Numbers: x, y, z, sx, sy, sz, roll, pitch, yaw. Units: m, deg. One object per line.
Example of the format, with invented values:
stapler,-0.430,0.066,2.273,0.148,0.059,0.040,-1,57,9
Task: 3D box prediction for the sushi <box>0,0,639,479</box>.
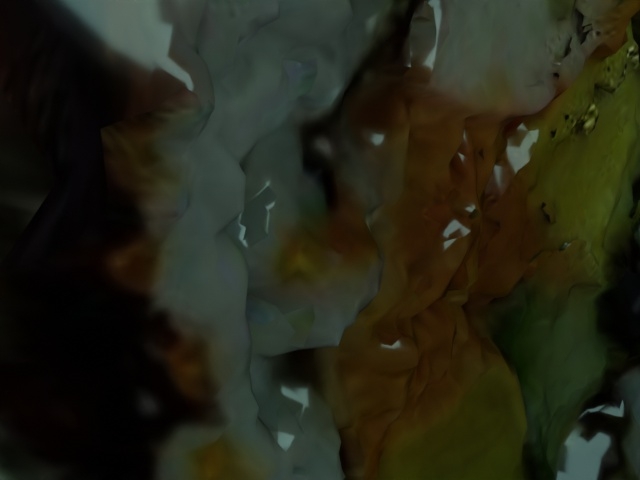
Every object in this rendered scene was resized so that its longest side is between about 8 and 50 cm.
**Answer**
sushi,0.003,0.000,0.475,0.417,0.176,0.417,-18,115,-42
